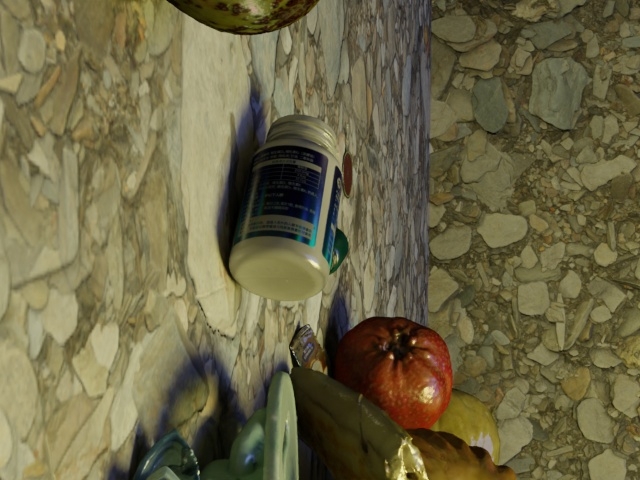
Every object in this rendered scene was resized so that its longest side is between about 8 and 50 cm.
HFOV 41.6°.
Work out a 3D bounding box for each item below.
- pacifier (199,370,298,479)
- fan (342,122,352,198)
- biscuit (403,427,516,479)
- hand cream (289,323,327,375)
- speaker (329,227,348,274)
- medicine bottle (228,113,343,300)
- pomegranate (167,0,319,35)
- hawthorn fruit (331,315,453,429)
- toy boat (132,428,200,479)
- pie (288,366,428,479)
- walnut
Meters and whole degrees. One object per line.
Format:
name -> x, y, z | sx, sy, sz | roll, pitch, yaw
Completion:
pacifier -> 0.019, 0.290, 0.818 | 0.288, 0.269, 0.343 | -89, 179, -74
fan -> 0.048, -0.140, 1.478 | 0.085, 0.005, 0.133 | -43, 133, -71
biscuit -> 0.169, 0.359, 1.069 | 0.107, 0.325, 0.326 | -65, 179, 27
hand cream -> -0.012, 0.199, 1.173 | 0.062, 0.039, 0.163 | -45, 134, -49
speaker -> -0.005, 0.001, 1.179 | 0.094, 0.060, 0.075 | 52, 20, -5
medicine bottle -> -0.032, -0.039, 0.915 | 0.107, 0.107, 0.191 | 71, 23, -55
pomegranate -> -0.025, -0.262, 0.638 | 0.214, 0.247, 0.214 | 1, 90, -83
hawthorn fruit -> 0.113, 0.241, 1.368 | 0.253, 0.205, 0.205 | 90, 10, -47
toy boat -> -0.121, 0.212, 0.641 | 0.066, 0.059, 0.140 | 103, -6, -61
pie -> 0.033, 0.237, 1.010 | 0.282, 0.068, 0.129 | 19, -59, 59
walnut -> 0.194, 0.398, 1.558 | 0.282, 0.253, 0.277 | 71, 28, -79
